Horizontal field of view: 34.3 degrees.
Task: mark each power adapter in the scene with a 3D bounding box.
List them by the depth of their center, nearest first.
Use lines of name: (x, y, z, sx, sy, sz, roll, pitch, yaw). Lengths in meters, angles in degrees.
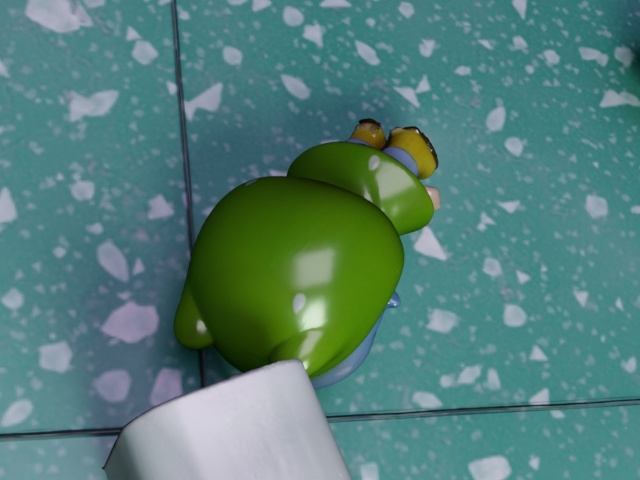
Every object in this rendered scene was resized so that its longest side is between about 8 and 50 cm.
power adapter: (-0.034, 0.224, 0.646, 0.124, 0.187, 0.255, -16, 73, -22)

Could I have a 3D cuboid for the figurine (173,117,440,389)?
figurine: (0.000, 0.000, 0.790, 0.162, 0.143, 0.263, 18, 49, 22)
